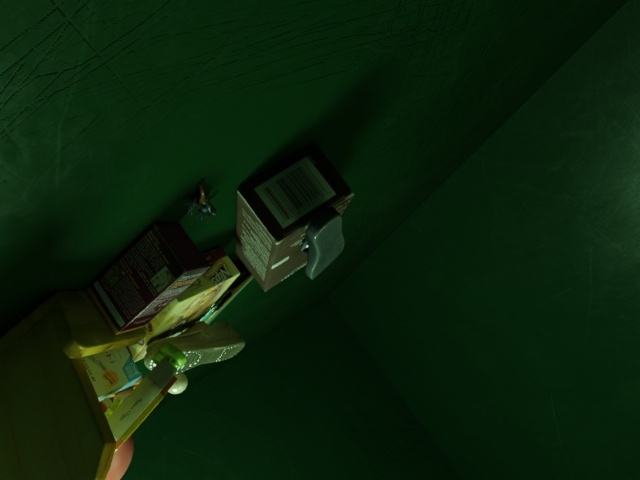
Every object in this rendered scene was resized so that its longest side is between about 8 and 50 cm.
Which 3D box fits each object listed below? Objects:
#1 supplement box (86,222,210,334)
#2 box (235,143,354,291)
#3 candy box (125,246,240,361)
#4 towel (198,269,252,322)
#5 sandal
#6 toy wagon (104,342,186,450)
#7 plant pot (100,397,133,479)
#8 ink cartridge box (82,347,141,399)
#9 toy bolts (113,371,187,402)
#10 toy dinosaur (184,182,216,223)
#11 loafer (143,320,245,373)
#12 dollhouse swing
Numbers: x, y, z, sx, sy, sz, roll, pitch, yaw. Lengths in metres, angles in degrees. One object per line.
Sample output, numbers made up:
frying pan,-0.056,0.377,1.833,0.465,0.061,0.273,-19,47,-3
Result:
supplement box,-0.301,0.066,0.988,0.188,0.104,0.081,-40,170,17
box,-0.073,-0.031,1.230,0.191,0.143,0.381,-34,171,-17
candy box,-0.339,0.155,1.302,0.183,0.087,0.316,-25,165,-49
towel,-0.296,0.186,1.592,0.370,0.040,0.271,-45,-178,29
sandal,0.001,-0.001,1.119,0.097,0.054,0.254,-40,162,-21
toy wagon,-0.390,0.341,1.128,0.267,0.068,0.344,-49,-176,-30
plant pot,-0.654,0.539,1.548,0.275,0.275,0.243,-30,158,-33
ink cartridge box,-0.501,0.301,1.235,0.062,0.104,0.181,-40,169,37
toy bolts,-0.457,0.346,1.440,0.229,0.158,0.218,-15,165,-34
toy dinosaur,-0.195,-0.061,0.966,0.090,0.047,0.082,-53,-178,24
loafer,-0.305,0.247,1.341,0.269,0.092,0.102,3,134,-50
dollhouse swing,-0.457,0.308,0.998,0.347,0.304,0.315,-39,169,7
